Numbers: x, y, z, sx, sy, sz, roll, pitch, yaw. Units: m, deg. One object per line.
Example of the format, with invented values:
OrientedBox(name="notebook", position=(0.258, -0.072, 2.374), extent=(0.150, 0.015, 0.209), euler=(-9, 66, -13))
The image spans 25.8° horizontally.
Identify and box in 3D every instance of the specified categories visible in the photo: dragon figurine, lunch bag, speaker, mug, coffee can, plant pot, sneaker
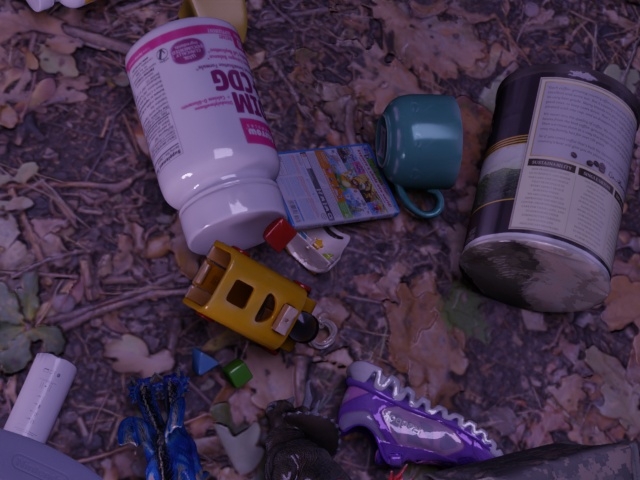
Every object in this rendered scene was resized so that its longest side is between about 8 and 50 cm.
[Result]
OrientedBox(name="dragon figurine", position=(-0.184, 0.239, 1.631), extent=(0.085, 0.289, 0.144), euler=(-19, 100, 1))
OrientedBox(name="lunch bag", position=(0.270, 0.396, 1.654), extent=(0.235, 0.169, 0.287), euler=(-8, 87, -33))
OrientedBox(name="speaker", position=(-0.345, 0.207, 1.688), extent=(0.055, 0.055, 0.136), euler=(21, 64, -3))
OrientedBox(name="mug", position=(0.131, -0.123, 1.899), extent=(0.097, 0.129, 0.157), euler=(1, 60, -11))
OrientedBox(name="coffee can", position=(0.311, -0.069, 1.877), extent=(0.202, 0.201, 0.275), euler=(18, 64, -5))
OrientedBox(name="plant pot", position=(-0.143, -0.300, 1.947), extent=(0.081, 0.081, 0.083), euler=(-15, 81, -18))
OrientedBox(name="sneaker", position=(0.118, 0.251, 1.760), extent=(0.236, 0.095, 0.104), euler=(29, 70, 6))

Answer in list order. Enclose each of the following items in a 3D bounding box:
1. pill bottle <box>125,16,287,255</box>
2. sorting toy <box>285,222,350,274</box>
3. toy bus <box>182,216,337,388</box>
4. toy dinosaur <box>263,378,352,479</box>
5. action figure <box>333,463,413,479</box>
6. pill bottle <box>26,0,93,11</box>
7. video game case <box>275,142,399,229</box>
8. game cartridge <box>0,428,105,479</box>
OrientedBox(name="pill bottle", position=(-0.145, -0.135, 1.826), extent=(0.160, 0.160, 0.283), euler=(-12, 70, -18))
OrientedBox(name="sorting toy", position=(0.000, 0.000, 1.868), extent=(0.083, 0.045, 0.075), euler=(43, 56, 10))
OrientedBox(name="toy bus", position=(-0.066, 0.085, 1.730), extent=(0.202, 0.104, 0.191), euler=(-20, 107, -20))
OrientedBox(name="toy dinosaur", position=(-0.010, 0.323, 1.679), extent=(0.160, 0.121, 0.313), euler=(-23, 70, -14))
OrientedBox(name="action figure", position=(0.102, 0.381, 1.630), extent=(0.139, 0.091, 0.280), euler=(-32, 103, -14))
OrientedBox(name="pill bottle", position=(-0.322, -0.383, 1.927), extent=(0.184, 0.103, 0.103), euler=(-27, 75, -22))
OrientedBox(name="video game case", position=(0.014, -0.074, 1.891), extent=(0.166, 0.015, 0.119), euler=(-8, 60, -28))
OrientedBox(name="game cartridge", position=(-0.349, 0.324, 1.580), extent=(0.294, 0.060, 0.196), euler=(31, 62, -25))
